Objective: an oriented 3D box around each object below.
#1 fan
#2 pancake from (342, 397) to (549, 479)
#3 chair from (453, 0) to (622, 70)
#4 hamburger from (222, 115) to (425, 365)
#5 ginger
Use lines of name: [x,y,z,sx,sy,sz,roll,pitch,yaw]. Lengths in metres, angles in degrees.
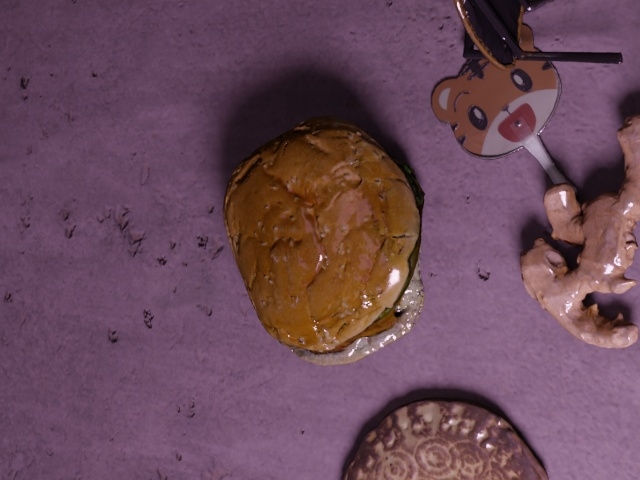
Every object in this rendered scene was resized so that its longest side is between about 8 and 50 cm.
fan: [0.231,-0.134,1.291,0.152,0.008,0.226,-41,65,20]
pancake: [0.141,0.326,1.286,0.286,0.033,0.288,-30,70,24]
chair: [0.195,-0.282,1.236,0.247,0.159,0.172,-8,59,33]
hamburger: [0.002,0.000,1.345,0.266,0.134,0.284,-31,68,23]
ginger: [0.297,-0.020,1.204,0.149,0.065,0.258,16,97,28]
